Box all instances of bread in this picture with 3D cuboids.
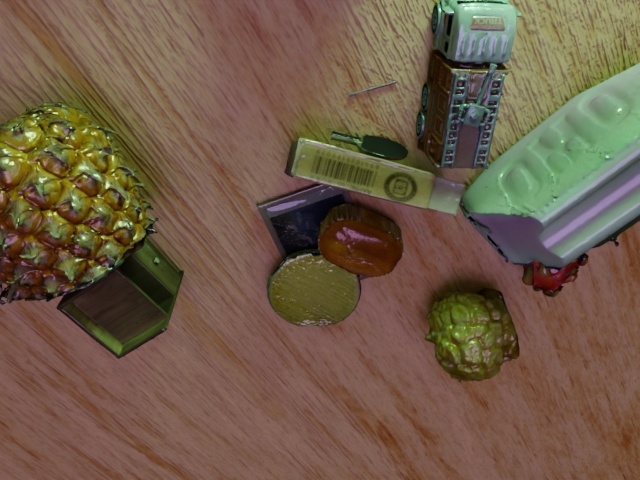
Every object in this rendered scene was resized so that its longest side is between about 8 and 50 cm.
[{"bbox_3d":[-0.016,0.115,1.274,0.229,0.033,0.228,-2,121,-4],"label":"bread"},{"bbox_3d":[0.088,0.004,1.171,0.191,0.114,0.132,20,121,-9],"label":"bread"}]

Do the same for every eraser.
[{"bbox_3d":[0.104,-0.126,1.081,0.344,0.144,0.078,13,97,-10],"label":"eraser"}]

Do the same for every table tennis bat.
[{"bbox_3d":[0.099,-0.194,1.076,0.158,0.095,0.014,14,124,2],"label":"table tennis bat"}]

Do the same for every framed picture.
[{"bbox_3d":[0.000,0.000,1.235,0.209,0.019,0.281,-19,121,9],"label":"framed picture"}]

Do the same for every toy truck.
[{"bbox_3d":[0.267,-0.287,0.981,0.137,0.162,0.305,0,122,-2],"label":"toy truck"}]

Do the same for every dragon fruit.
[{"bbox_3d":[0.527,0.060,1.233,0.133,0.150,0.207,31,155,26],"label":"dragon fruit"}]

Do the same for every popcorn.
[{"bbox_3d":[0.382,0.233,1.300,0.252,0.206,0.236,8,108,-21],"label":"popcorn"}]

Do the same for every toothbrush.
[{"bbox_3d":[0.103,-0.300,1.056,0.097,0.008,0.006,-15,135,6],"label":"toothbrush"}]

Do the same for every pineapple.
[{"bbox_3d":[-0.505,-0.075,0.976,0.353,0.352,0.300,-21,116,11],"label":"pineapple"}]

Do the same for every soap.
[{"bbox_3d":[0.500,-0.134,1.029,0.156,0.261,0.446,39,114,-23],"label":"soap"}]

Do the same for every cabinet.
[{"bbox_3d":[-0.421,0.102,1.167,0.148,0.215,0.174,-31,117,14],"label":"cabinet"}]

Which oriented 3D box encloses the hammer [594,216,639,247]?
[{"bbox_3d":[0.721,-0.086,1.168,0.207,0.118,0.335,34,121,-19],"label":"hammer"}]
